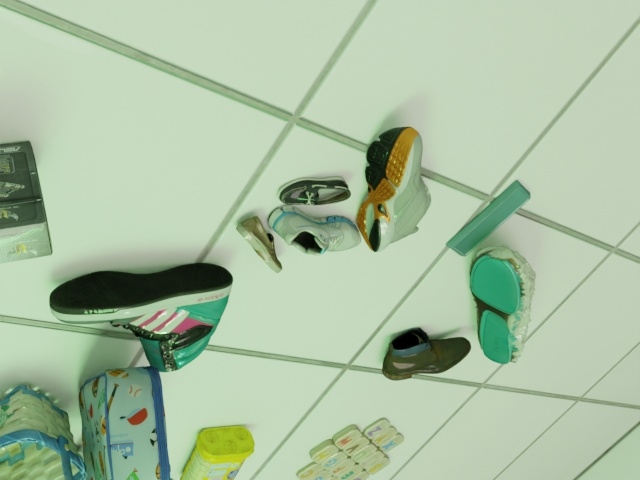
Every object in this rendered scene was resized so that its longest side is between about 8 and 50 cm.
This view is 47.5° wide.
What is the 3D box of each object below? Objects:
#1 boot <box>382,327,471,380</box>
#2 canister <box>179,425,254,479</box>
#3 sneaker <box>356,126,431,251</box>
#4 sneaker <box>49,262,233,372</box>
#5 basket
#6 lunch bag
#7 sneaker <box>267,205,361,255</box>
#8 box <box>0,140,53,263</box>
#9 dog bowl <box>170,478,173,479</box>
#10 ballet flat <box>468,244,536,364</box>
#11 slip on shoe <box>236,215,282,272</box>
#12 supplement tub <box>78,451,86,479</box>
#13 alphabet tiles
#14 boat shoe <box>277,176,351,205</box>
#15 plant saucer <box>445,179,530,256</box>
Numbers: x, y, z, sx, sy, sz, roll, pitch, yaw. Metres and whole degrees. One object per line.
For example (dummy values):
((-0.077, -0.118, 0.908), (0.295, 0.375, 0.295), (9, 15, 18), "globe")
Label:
((0.246, 0.246, 1.649), (0.219, 0.082, 0.106), (-17, 139, -12), "boot")
((-0.235, 0.497, 1.625), (0.126, 0.073, 0.170), (4, 129, -32), "canister")
((0.144, -0.097, 1.260), (0.121, 0.099, 0.262), (-18, 145, -25), "sneaker")
((-0.297, 0.140, 1.215), (0.296, 0.124, 0.178), (-5, 123, -27), "sneaker")
((-0.526, 0.412, 1.213), (0.255, 0.289, 0.201), (-32, 138, 1), "basket")
((-0.338, 0.348, 1.246), (0.115, 0.243, 0.303), (-4, 164, -26), "lunch bag")
((0.000, 0.000, 1.270), (0.191, 0.083, 0.071), (9, 124, -37), "sneaker")
((-0.462, -0.040, 0.893), (0.231, 0.183, 0.056), (-11, 135, -22), "box")
((-0.447, 0.652, 1.654), (0.297, 0.074, 0.166), (-40, 138, 12), "dog bowl")
((0.409, 0.119, 1.607), (0.147, 0.147, 0.408), (-23, 141, -9), "ballet flat")
((-0.095, 0.007, 1.251), (0.041, 0.051, 0.135), (-42, 132, -5), "slip on shoe")
((-0.551, 0.580, 1.409), (0.316, 0.228, 0.228), (-42, 137, 12), "supplement tub")
((0.084, 0.575, 1.920), (0.278, 0.021, 0.284), (-33, 139, 3), "alphabet tiles")
((-0.009, -0.077, 1.221), (0.125, 0.038, 0.046), (-7, 133, -24), "boat shoe")
((0.343, -0.040, 1.474), (0.192, 0.018, 0.067), (-43, 137, 15), "plant saucer")
